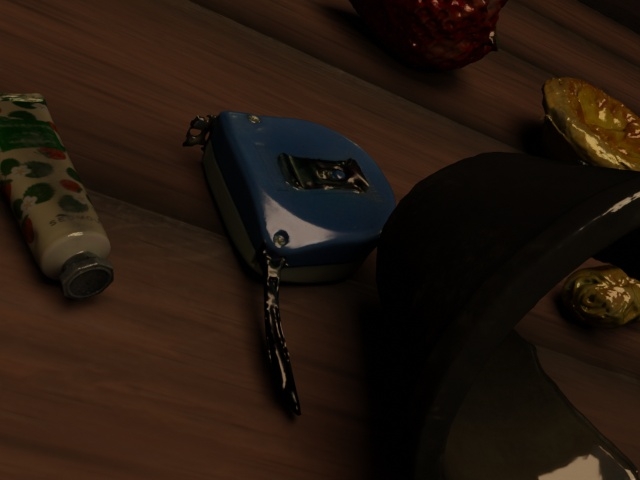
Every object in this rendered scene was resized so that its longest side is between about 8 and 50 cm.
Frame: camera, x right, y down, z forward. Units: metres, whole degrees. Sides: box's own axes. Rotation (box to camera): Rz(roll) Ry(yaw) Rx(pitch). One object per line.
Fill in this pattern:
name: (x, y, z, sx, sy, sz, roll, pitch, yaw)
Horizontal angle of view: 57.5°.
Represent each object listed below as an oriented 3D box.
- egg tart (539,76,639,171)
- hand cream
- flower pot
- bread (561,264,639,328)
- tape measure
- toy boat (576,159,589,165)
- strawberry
egg tart: (0.552, -0.192, 1.158, 0.341, 0.132, 0.341, 19, 40, -17)
hand cream: (-0.267, -0.060, 0.550, 0.095, 0.059, 0.276, -10, 51, -42)
flower pot: (0.193, 0.055, 0.547, 0.379, 0.379, 0.251, 8, 28, -27)
bread: (0.456, 0.075, 0.859, 0.269, 0.087, 0.098, -3, 52, -36)
tape measure: (0.000, 0.000, 0.634, 0.215, 0.098, 0.351, -2, 53, -34)
toy boat: (0.524, -0.032, 0.992, 0.296, 0.114, 0.122, 23, 49, -11)
strawberry: (0.207, -0.468, 1.116, 0.310, 0.291, 0.291, -14, 54, -11)
